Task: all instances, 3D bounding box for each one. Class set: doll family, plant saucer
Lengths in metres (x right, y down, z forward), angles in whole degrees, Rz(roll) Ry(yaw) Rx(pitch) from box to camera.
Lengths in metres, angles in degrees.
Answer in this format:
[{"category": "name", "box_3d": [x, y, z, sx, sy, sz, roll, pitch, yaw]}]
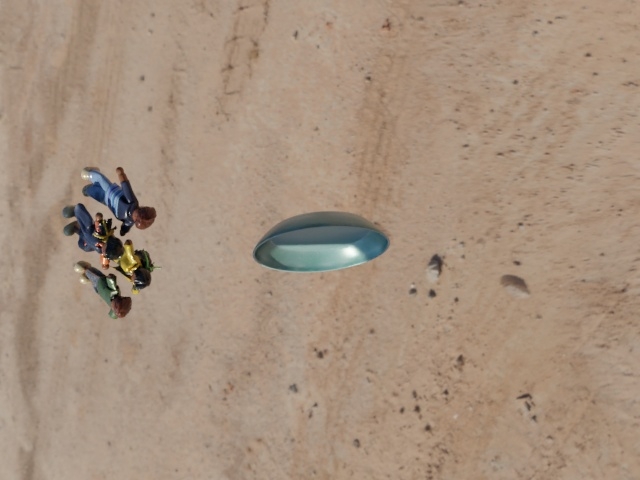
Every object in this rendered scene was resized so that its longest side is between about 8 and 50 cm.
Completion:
[{"category": "doll family", "box_3d": [-0.233, 0.005, 0.773, 0.111, 0.076, 0.193, 34, 142, 35]}, {"category": "plant saucer", "box_3d": [0.000, 0.000, 0.590, 0.119, 0.119, 0.021, -21, 65, 38]}]
